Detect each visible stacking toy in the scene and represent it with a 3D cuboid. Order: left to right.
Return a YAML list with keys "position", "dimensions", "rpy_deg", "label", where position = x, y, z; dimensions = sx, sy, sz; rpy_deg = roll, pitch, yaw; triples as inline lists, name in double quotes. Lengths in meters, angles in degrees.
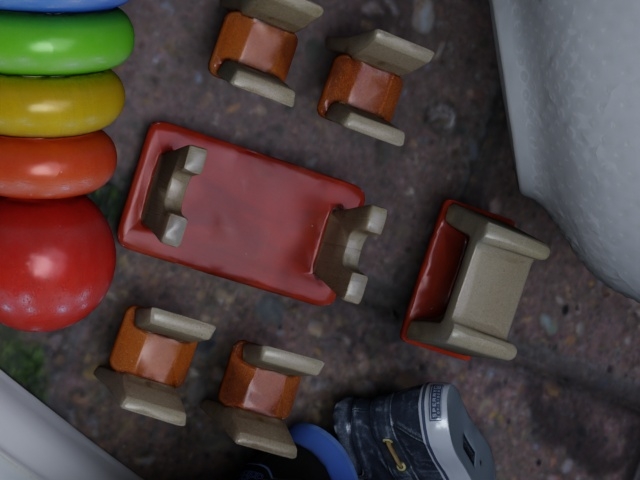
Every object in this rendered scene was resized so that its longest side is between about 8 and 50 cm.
- position: [-0.162, -0.108, 0.870]
  dimensions: [0.141, 0.141, 0.330]
  rpy_deg: [-4, 107, -29]
  label: "stacking toy"

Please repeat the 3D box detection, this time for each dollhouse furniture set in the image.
- position: [0.000, 0.000, 1.000]
  dimensions: [0.259, 0.135, 0.262]
  rpy_deg: [18, 90, -20]
  label: "dollhouse furniture set"

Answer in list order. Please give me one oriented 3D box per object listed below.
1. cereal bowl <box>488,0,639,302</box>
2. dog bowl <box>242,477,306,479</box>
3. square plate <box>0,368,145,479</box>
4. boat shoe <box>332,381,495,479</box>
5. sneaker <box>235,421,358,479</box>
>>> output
- position: [0.182, -0.117, 0.976]
  dimensions: [0.141, 0.339, 0.339]
  rpy_deg: [-9, 106, 6]
  label: "cereal bowl"
- position: [-0.036, 0.346, 0.851]
  dimensions: [0.408, 0.150, 0.408]
  rpy_deg: [-19, 119, -37]
  label: "dog bowl"
- position: [-0.238, 0.261, 0.933]
  dimensions: [0.344, 0.049, 0.347]
  rpy_deg: [44, 77, -29]
  label: "square plate"
- position: [0.070, 0.157, 1.089]
  dimensions: [0.183, 0.083, 0.065]
  rpy_deg: [64, 27, -47]
  label: "boat shoe"
- position: [0.007, 0.240, 1.046]
  dimensions: [0.090, 0.081, 0.232]
  rpy_deg: [-38, 108, -37]
  label: "sneaker"
